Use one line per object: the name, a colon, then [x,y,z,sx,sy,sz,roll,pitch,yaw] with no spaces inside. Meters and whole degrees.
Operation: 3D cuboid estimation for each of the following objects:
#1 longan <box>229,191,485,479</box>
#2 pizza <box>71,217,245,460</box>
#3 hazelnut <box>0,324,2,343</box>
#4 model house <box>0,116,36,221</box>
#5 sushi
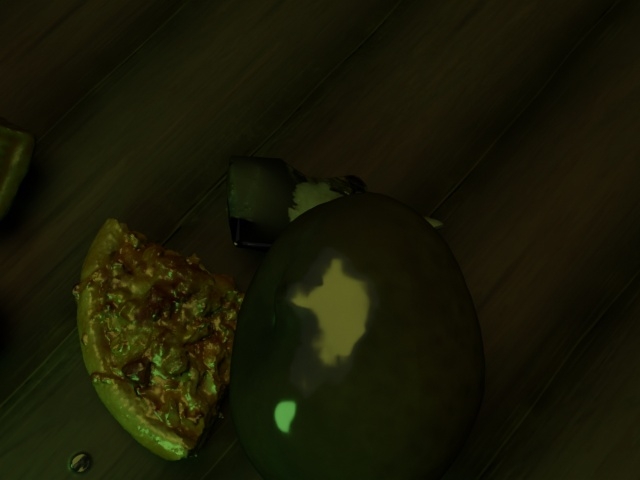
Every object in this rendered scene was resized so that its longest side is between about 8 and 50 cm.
longan: [0.034,0.122,1.057,0.288,0.288,0.350,2,88,5]
pizza: [-0.182,0.101,1.200,0.226,0.086,0.335,-20,63,-4]
hazelnut: [-0.475,0.098,1.175,0.182,0.182,0.182,-2,64,3]
model house: [-0.505,-0.083,1.280,0.239,0.173,0.268,22,80,5]
sushi: [0.010,-0.014,1.243,0.273,0.109,0.134,6,60,-9]
